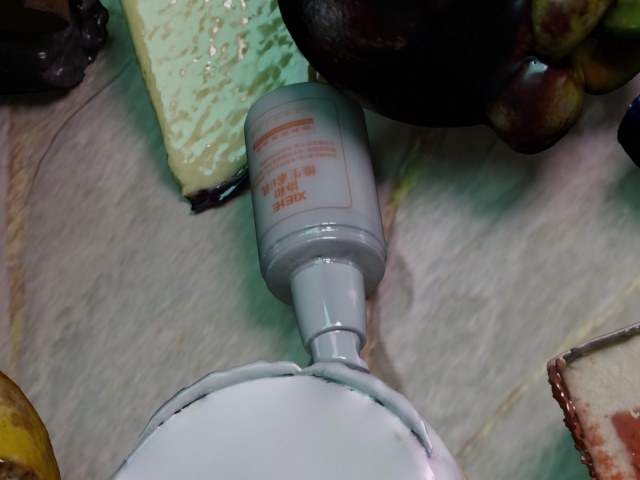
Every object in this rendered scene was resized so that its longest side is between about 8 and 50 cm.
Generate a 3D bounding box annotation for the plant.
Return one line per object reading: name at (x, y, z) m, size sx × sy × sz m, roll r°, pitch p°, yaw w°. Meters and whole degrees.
plant at (-0.324, -0.217, 1.631) m, size 0.256 × 0.142 × 0.164 m, roll 15°, pitch 65°, yaw 27°

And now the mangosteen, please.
mangosteen at (0.110, -0.205, 1.350) m, size 0.297 × 0.297 × 0.313 m, roll -21°, pitch 77°, yaw 8°

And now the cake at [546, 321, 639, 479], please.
cake at (0.261, 0.171, 1.167) m, size 0.158 × 0.159 × 0.262 m, roll -19°, pitch 86°, yaw 10°

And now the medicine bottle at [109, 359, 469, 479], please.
medicine bottle at (0.029, 0.246, 1.000) m, size 0.214 × 0.378 × 0.213 m, roll -11°, pitch 53°, yaw 16°

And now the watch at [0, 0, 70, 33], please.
watch at (-0.370, -0.107, 1.385) m, size 0.314 × 0.335 × 0.326 m, roll 3°, pitch 78°, yaw -1°

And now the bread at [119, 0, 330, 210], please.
bread at (-0.023, -0.263, 1.609) m, size 0.346 × 0.242 × 0.405 m, roll -23°, pitch 84°, yaw 3°

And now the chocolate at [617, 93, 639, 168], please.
chocolate at (0.379, -0.148, 1.305) m, size 0.343 × 0.126 × 0.148 m, roll -40°, pitch 90°, yaw -10°

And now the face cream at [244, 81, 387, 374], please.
face cream at (0.000, 0.000, 1.364) m, size 0.101 × 0.101 × 0.251 m, roll -17°, pitch 52°, yaw 12°

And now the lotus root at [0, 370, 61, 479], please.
lotus root at (-0.308, 0.168, 1.321) m, size 0.291 × 0.193 × 0.193 m, roll 15°, pitch 64°, yaw 44°
